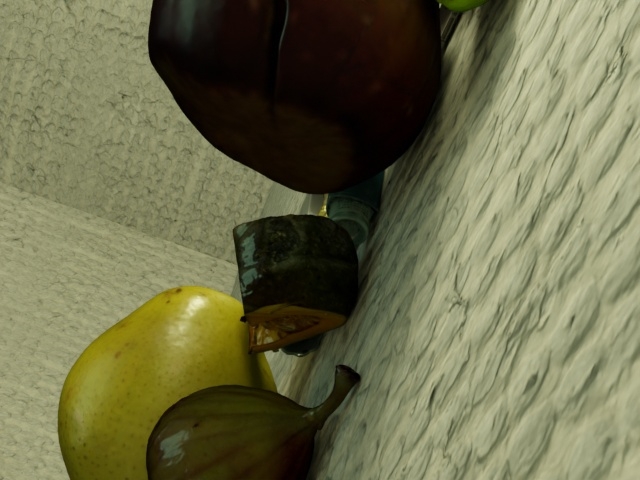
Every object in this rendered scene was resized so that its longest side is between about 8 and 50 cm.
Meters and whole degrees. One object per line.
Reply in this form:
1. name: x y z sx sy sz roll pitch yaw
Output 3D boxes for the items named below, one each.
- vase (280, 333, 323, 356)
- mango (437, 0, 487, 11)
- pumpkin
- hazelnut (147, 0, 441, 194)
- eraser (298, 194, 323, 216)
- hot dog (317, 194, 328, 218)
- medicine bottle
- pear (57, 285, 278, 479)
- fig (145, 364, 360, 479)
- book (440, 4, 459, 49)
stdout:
1. vase: -0.039 0.137 1.537 0.148 0.081 0.081 -127 57 -85
2. mango: 0.178 -0.343 1.093 0.125 0.111 0.233 -38 12 34
3. pumpkin: -0.077 0.069 1.344 0.281 0.190 0.139 -26 62 40
4. hazelnut: -0.030 -0.269 1.225 0.429 0.402 0.402 43 -120 -58
5. eraser: 0.000 0.001 1.597 0.298 0.076 0.078 -83 14 -62
6. hot dog: 0.033 -0.038 1.501 0.169 0.061 0.078 -81 -29 -62
7. medicine bottle: 0.060 -0.109 1.437 0.124 0.079 0.258 116 170 -45
8. pear: -0.241 0.284 1.534 0.362 0.363 0.418 145 140 -77
9. fig: -0.070 0.252 1.171 0.321 0.217 0.217 -38 24 30
10. book: 0.204 -0.372 1.329 0.127 0.014 0.181 -81 13 -57
